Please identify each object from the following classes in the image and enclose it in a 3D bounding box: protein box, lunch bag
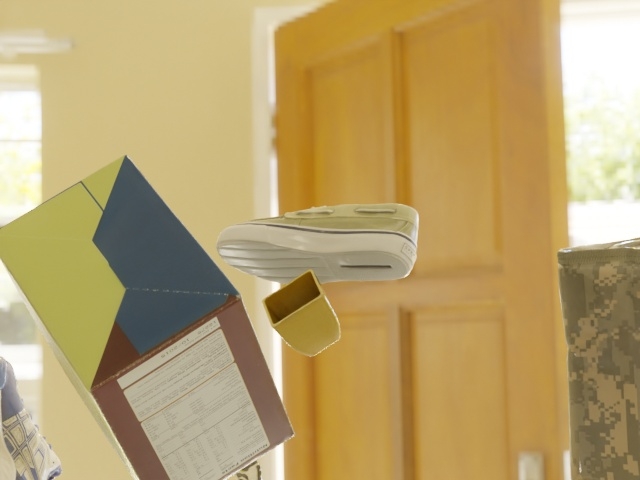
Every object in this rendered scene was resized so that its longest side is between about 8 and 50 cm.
[{"bbox_3d":[-0.145,0.081,1.189,0.136,0.200,0.201,-32,-40,-13],"label":"protein box"},{"bbox_3d":[0.357,0.109,1.371,0.169,0.235,0.287,-1,4,35],"label":"lunch bag"}]

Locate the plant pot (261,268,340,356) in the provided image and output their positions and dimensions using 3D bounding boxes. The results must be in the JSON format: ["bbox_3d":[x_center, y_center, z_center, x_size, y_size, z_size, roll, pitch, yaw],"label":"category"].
[{"bbox_3d":[-0.018,0.105,1.922,0.081,0.083,0.081,-32,27,3],"label":"plant pot"}]

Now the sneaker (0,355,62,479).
[{"bbox_3d":[-0.442,0.307,2.073,0.131,0.296,0.112,13,-38,-32],"label":"sneaker"}]

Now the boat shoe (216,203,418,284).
[{"bbox_3d":[0.000,0.000,2.032,0.302,0.094,0.109,3,-37,23],"label":"boat shoe"}]

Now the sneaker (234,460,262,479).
[{"bbox_3d":[-0.077,0.276,1.591,0.031,0.083,0.035,-11,-32,-24],"label":"sneaker"}]
